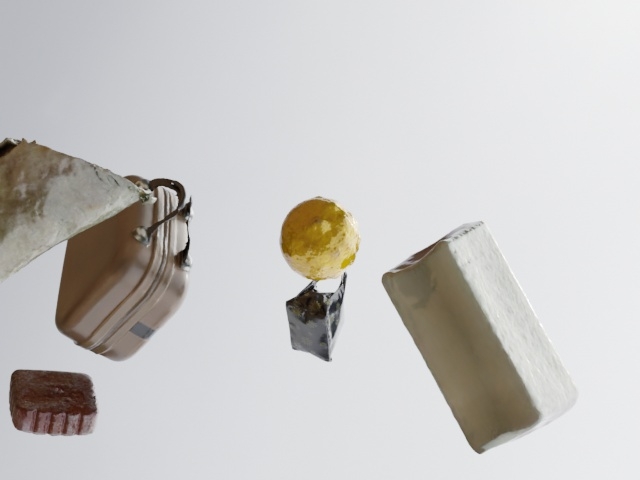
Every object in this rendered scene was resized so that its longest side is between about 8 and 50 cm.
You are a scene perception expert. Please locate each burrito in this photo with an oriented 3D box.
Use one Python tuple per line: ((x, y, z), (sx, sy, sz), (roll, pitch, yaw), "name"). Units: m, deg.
((-0.404, -0.043, 1.420), (0.348, 0.175, 0.107), (-30, -152, -14), "burrito")

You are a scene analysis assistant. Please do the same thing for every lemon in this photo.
((0.000, 0.000, 1.485), (0.114, 0.114, 0.155), (-57, 168, -13), "lemon")

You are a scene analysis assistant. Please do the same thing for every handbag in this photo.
((-0.301, 0.020, 1.755), (0.283, 0.149, 0.302), (-44, -152, 23), "handbag")
((0.007, 0.098, 1.624), (0.072, 0.115, 0.139), (14, -134, 20), "handbag")

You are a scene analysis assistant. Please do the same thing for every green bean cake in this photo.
((-0.428, 0.261, 1.713), (0.135, 0.135, 0.056), (-127, -134, -60), "green bean cake")

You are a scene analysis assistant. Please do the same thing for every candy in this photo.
((0.268, 0.157, 1.764), (0.145, 0.358, 0.208), (-32, 173, 32), "candy")
